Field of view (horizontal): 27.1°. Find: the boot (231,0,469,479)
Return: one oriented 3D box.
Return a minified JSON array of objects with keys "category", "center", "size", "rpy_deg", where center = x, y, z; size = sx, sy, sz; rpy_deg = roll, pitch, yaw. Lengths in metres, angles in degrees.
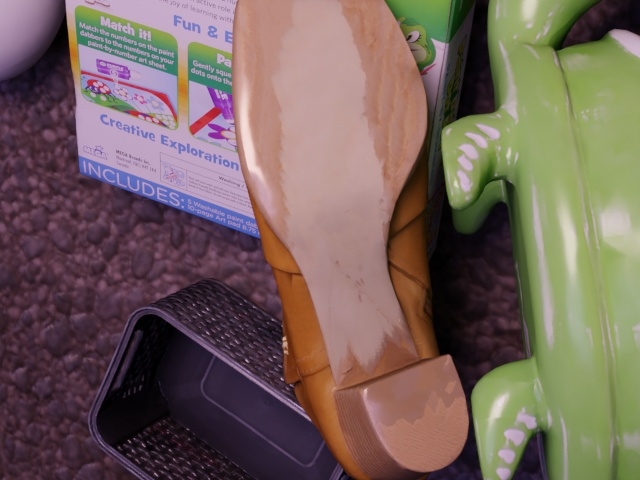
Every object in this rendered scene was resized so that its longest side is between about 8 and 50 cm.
[{"category":"boot","center":[0.001,0.001,0.758],"size":[0.104,0.211,0.295],"rpy_deg":[-13,85,-12]}]

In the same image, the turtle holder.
[{"category":"turtle holder","center":[0.183,-0.012,0.703],"size":[0.227,0.243,0.320],"rpy_deg":[-7,63,7]}]

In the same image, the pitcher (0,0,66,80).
[{"category":"pitcher","center":[-0.257,-0.209,0.873],"size":[0.177,0.126,0.207],"rpy_deg":[0,138,-7]}]

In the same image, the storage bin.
[{"category":"storage bin","center":[-0.055,0.124,0.917],"size":[0.180,0.084,0.122],"rpy_deg":[33,115,17]}]

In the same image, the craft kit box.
[{"category":"craft kit box","center":[-0.038,-0.109,0.803],"size":[0.249,0.061,0.247],"rpy_deg":[20,138,15]}]
